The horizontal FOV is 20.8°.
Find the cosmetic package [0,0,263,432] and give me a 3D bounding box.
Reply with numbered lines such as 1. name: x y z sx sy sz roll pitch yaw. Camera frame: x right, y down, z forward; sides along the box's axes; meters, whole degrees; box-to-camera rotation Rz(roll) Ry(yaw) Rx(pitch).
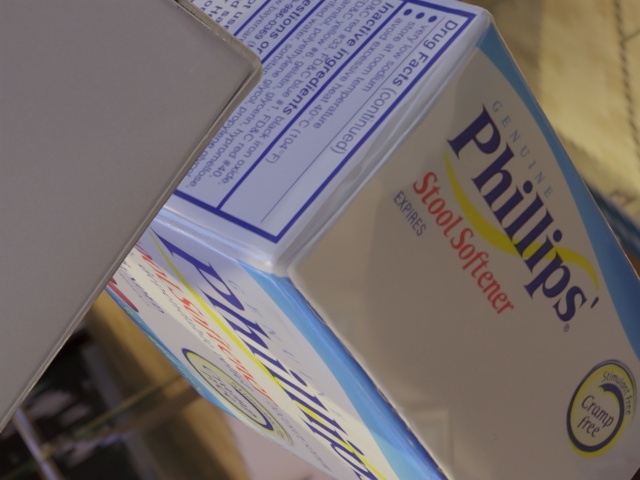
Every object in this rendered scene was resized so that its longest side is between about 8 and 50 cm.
1. cosmetic package: -0.139 0.010 0.429 0.127 0.238 0.107 39 173 -23

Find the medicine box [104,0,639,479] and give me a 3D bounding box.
1. medicine box: 0.000 0.000 0.868 0.289 0.149 0.263 26 159 48
